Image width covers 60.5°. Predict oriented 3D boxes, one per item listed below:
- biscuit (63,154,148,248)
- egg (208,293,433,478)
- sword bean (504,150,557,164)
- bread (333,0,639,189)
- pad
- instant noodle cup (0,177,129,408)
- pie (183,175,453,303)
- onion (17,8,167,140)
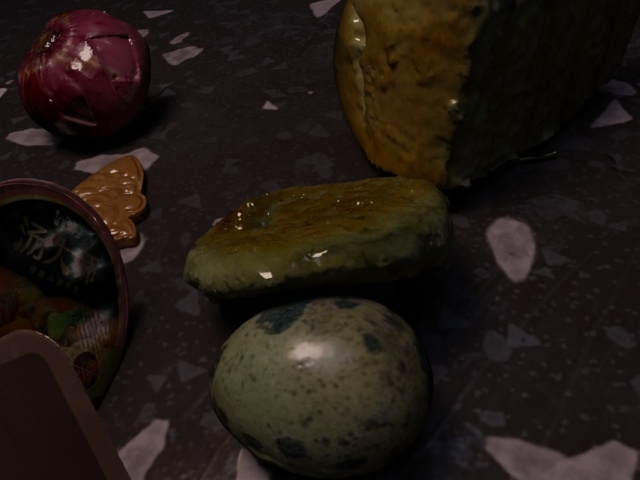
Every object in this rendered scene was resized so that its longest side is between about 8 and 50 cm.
[{"bbox_3d":[-0.301,-0.038,0.727,0.163,0.035,0.250,4,44,9],"label":"biscuit"},{"bbox_3d":[-0.003,0.112,0.434,0.182,0.141,0.141,-3,44,16],"label":"egg"},{"bbox_3d":[0.259,-0.104,0.699,0.083,0.012,0.012,-7,44,2],"label":"sword bean"},{"bbox_3d":[0.197,-0.261,0.707,0.395,0.239,0.264,-32,44,-29],"label":"bread"},{"bbox_3d":[-0.232,0.170,0.361,0.266,0.176,0.002,-23,5,20],"label":"pad"},{"bbox_3d":[-0.351,0.072,0.503,0.255,0.243,0.243,-5,43,18],"label":"instant noodle cup"},{"bbox_3d":[0.000,0.000,0.535,0.277,0.078,0.277,-12,18,4],"label":"pie"},{"bbox_3d":[-0.369,-0.242,0.851,0.208,0.200,0.200,15,48,7],"label":"onion"}]
